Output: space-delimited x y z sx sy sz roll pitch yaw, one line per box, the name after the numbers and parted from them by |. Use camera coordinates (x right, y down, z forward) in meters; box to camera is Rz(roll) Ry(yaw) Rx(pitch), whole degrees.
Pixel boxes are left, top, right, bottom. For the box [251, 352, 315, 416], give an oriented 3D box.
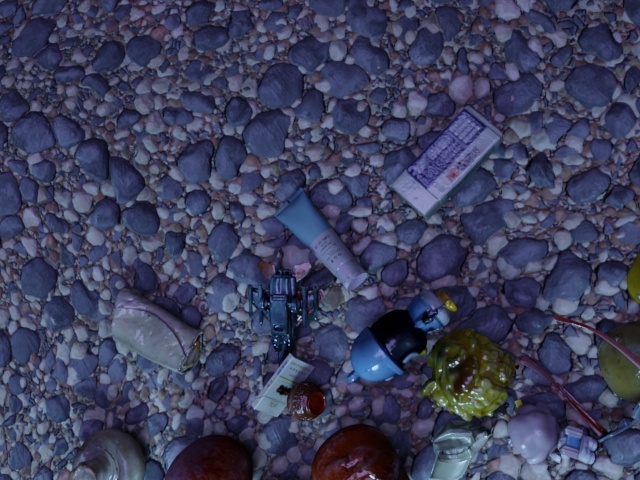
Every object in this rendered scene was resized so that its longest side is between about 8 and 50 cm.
-0.096 0.373 1.558 0.167 0.090 0.024 -54 41 2 | box

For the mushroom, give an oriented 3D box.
-0.575 0.605 1.599 0.204 0.204 0.204 -2 81 15 | mushroom

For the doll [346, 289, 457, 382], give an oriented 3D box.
0.188 0.237 1.455 0.314 0.177 0.141 -38 87 4 | doll

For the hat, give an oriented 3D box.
0.318 0.498 1.438 0.122 0.081 0.166 14 103 -21 | hat

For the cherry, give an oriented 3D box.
-0.290 0.598 1.503 0.239 0.239 0.206 -40 65 7 | cherry

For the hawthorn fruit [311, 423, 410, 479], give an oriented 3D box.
0.066 0.561 1.396 0.272 0.242 0.241 -28 74 -7 | hawthorn fruit

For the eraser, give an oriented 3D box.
0.319 -0.195 1.532 0.279 0.081 0.124 -47 73 4 | eraser

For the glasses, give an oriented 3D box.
0.603 0.290 1.331 0.118 0.234 0.268 -20 54 -29 | glasses

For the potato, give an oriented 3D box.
0.721 0.274 1.330 0.182 0.117 0.202 -22 75 8 | potato

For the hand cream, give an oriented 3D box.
0.000 0.000 1.612 0.111 0.070 0.312 -43 65 7 | hand cream

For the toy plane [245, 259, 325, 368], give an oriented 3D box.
-0.099 0.216 1.574 0.223 0.104 0.326 1 82 15 | toy plane

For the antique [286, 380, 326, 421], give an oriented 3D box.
-0.039 0.406 1.531 0.104 0.104 0.104 -2 81 15 | antique

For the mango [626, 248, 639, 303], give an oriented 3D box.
0.755 0.071 1.373 0.103 0.076 0.160 10 76 23 | mango

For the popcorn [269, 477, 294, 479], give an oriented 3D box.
-0.087 0.704 1.457 0.250 0.190 0.250 -8 72 25 | popcorn

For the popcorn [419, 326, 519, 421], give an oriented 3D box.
0.341 0.311 1.407 0.170 0.218 0.189 17 106 -25 | popcorn

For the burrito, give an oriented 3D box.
-0.463 0.252 1.674 0.299 0.105 0.143 25 79 19 | burrito

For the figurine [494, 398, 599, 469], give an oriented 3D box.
0.510 0.443 1.368 0.229 0.112 0.137 18 81 8 | figurine
